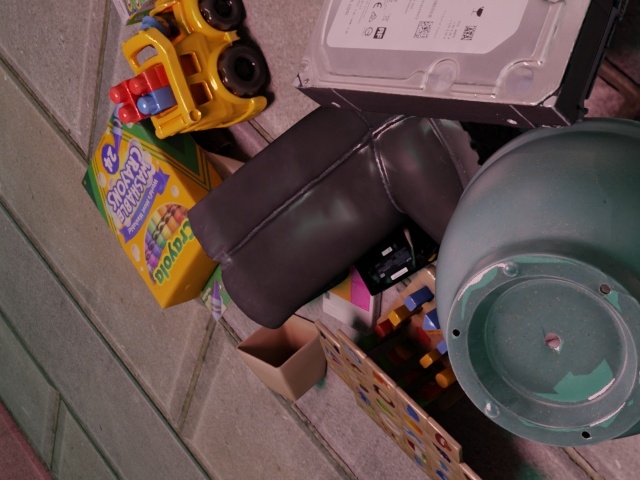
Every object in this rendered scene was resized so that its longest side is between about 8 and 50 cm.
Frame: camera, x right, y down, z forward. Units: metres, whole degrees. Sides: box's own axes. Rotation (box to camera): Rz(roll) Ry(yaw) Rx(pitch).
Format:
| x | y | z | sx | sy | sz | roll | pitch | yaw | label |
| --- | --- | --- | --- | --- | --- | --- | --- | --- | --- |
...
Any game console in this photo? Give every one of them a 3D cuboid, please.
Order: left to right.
| x | y | z | sx | sy | sz | roll | pitch | yaw | label |
| --- | --- | --- | --- | --- | --- | --- | --- | --- | --- |
| 0.000 | 0.000 | 1.314 | 0.361 | 0.044 | 0.213 | -34 | 81 | 41 | game console |

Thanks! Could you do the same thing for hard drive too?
| x | y | z | sx | sy | sz | roll | pitch | yaw | label |
| --- | --- | --- | --- | --- | --- | --- | --- | --- | --- |
| 0.138 | -0.239 | 0.927 | 0.339 | 0.064 | 0.237 | 15 | 81 | 44 | hard drive |

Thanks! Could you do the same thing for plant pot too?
| x | y | z | sx | sy | sz | roll | pitch | yaw | label |
| --- | --- | --- | --- | --- | --- | --- | --- | --- | --- |
| -0.053 | 0.195 | 1.504 | 0.109 | 0.109 | 0.096 | 18 | 136 | 44 | plant pot |
| 0.222 | 0.058 | 0.811 | 0.293 | 0.196 | 0.293 | 12 | 116 | 25 | plant pot |

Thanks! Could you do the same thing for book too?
| x | y | z | sx | sy | sz | roll | pitch | yaw | label |
| --- | --- | --- | --- | --- | --- | --- | --- | --- | --- |
| 0.047 | 0.064 | 1.360 | 0.096 | 0.035 | 0.144 | 29 | 131 | 34 | book |

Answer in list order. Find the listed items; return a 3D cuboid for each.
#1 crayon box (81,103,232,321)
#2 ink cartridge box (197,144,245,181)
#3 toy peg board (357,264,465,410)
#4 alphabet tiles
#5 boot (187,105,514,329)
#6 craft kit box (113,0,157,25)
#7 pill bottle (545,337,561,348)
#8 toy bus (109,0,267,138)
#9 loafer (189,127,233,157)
| x | y | z | sx | sy | sz | roll | pitch | yaw | label |
| --- | --- | --- | --- | --- | --- | --- | --- | --- | --- |
| -0.234 | -0.045 | 1.430 | 0.323 | 0.083 | 0.203 | 53 | 132 | 19 | crayon box |
| -0.163 | -0.054 | 1.477 | 0.225 | 0.056 | 0.181 | 39 | 125 | 21 | ink cartridge box |
| 0.138 | 0.148 | 1.256 | 0.161 | 0.079 | 0.160 | 53 | 142 | 15 | toy peg board |
| 0.117 | 0.257 | 1.302 | 0.342 | 0.011 | 0.285 | 43 | 164 | 27 | alphabet tiles |
| 0.050 | 0.004 | 1.137 | 0.445 | 0.146 | 0.367 | -34 | 70 | 36 | boot |
| -0.287 | -0.496 | 1.426 | 0.247 | 0.061 | 0.250 | -23 | 92 | 51 | craft kit box |
| 0.272 | 0.162 | 1.093 | 0.160 | 0.087 | 0.087 | -27 | 88 | 53 | pill bottle |
| -0.214 | -0.257 | 1.343 | 0.149 | 0.211 | 0.220 | -12 | 99 | 55 | toy bus |
| -0.195 | -0.097 | 1.520 | 0.078 | 0.080 | 0.220 | 40 | 136 | 26 | loafer |
